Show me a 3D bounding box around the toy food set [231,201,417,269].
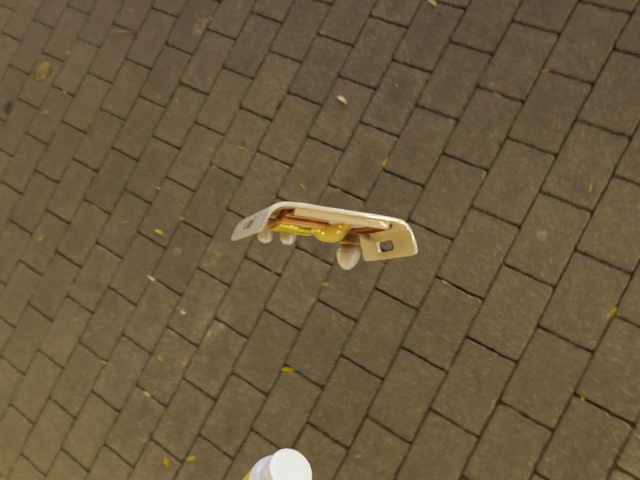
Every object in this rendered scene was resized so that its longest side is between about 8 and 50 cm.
[{"bbox_3d":[0.000,0.000,1.095,0.306,0.220,0.092,8,82,-20],"label":"toy food set"}]

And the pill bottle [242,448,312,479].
[{"bbox_3d":[-0.099,0.495,1.107,0.117,0.118,0.208,50,129,23],"label":"pill bottle"}]
